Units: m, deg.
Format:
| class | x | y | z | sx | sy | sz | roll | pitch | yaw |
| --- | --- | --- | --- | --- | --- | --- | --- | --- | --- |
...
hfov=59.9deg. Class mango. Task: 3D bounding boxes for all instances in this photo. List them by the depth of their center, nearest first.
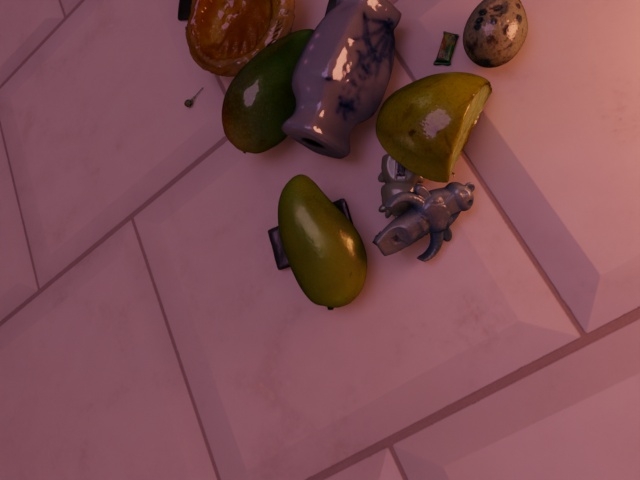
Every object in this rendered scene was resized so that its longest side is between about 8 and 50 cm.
| class | x | y | z | sx | sy | sz | roll | pitch | yaw |
| --- | --- | --- | --- | --- | --- | --- | --- | --- | --- |
| mango | 0.000 | 0.000 | 1.372 | 0.192 | 0.156 | 0.343 | -23 | 92 | 16 |
| mango | -0.127 | -0.411 | 1.520 | 0.201 | 0.225 | 0.382 | 41 | 99 | 33 |

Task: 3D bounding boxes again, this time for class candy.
| class | x | y | z | sx | sy | sz | roll | pitch | yaw |
| --- | --- | --- | --- | --- | --- | --- | --- | --- | --- |
| candy | -0.413 | -0.470 | 1.814 | 0.023 | 0.025 | 0.083 | 42 | 92 | 1 |

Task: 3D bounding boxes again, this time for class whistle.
| class | x | y | z | sx | sy | sz | roll | pitch | yaw |
| --- | --- | --- | --- | --- | --- | --- | --- | --- | --- |
| whistle | 0.245 | -0.054 | 1.290 | 0.269 | 0.180 | 0.093 | -36 | 22 | -1 |
| whistle | 0.197 | -0.164 | 1.359 | 0.106 | 0.102 | 0.253 | 172 | 101 | -70 |

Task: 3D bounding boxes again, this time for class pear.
| class | x | y | z | sx | sy | sz | roll | pitch | yaw |
| --- | --- | --- | --- | --- | --- | --- | --- | --- | --- |
| pear | 0.242 | -0.307 | 1.293 | 0.239 | 0.139 | 0.288 | 20 | 73 | 28 |

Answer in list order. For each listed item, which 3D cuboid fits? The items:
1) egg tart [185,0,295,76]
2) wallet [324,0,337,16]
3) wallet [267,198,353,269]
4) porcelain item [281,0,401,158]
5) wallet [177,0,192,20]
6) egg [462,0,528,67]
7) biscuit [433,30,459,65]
| class | x | y | z | sx | sy | sz | roll | pitch | yaw |
| --- | --- | --- | --- | --- | --- | --- | --- | --- | --- |
| egg tart | -0.224 | -0.660 | 1.664 | 0.388 | 0.169 | 0.388 | -4 | 81 | 27 |
| wallet | 0.055 | -0.644 | 1.583 | 0.088 | 0.026 | 0.129 | 12 | 85 | 26 |
| wallet | -0.024 | -0.014 | 1.494 | 0.244 | 0.025 | 0.124 | -22 | 71 | 20 |
| porcelain item | 0.054 | -0.430 | 1.420 | 0.178 | 0.242 | 0.405 | 14 | 81 | 52 |
| wallet | -0.417 | -0.874 | 1.885 | 0.168 | 0.052 | 0.245 | 5 | 85 | 33 |
| egg | 0.408 | -0.491 | 1.289 | 0.141 | 0.141 | 0.181 | 16 | 79 | 31 |
| biscuit | 0.320 | -0.487 | 1.408 | 0.046 | 0.016 | 0.089 | 17 | 88 | 31 |
